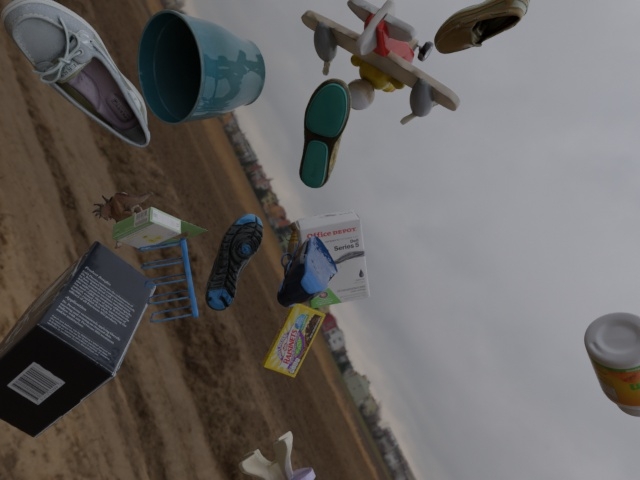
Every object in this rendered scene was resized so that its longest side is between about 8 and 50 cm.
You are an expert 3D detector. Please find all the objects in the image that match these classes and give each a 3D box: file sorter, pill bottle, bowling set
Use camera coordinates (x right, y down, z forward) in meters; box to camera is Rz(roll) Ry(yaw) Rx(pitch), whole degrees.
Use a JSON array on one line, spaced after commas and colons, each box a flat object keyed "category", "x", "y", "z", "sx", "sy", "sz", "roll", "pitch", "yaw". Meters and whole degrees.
[{"category": "file sorter", "x": -0.339, "y": 0.087, "z": 1.205, "sx": 0.118, "sy": 0.105, "sz": 0.170, "roll": -168, "pitch": -110, "yaw": -75}, {"category": "pill bottle", "x": 0.676, "y": 0.281, "z": 1.181, "sx": 0.245, "sy": 0.136, "sz": 0.136, "roll": 54, "pitch": 2, "yaw": -33}, {"category": "bowling set", "x": 0.000, "y": 0.000, "z": 1.909, "sx": 0.200, "sy": 0.287, "sz": 0.154, "roll": 44, "pitch": 50, "yaw": -79}]

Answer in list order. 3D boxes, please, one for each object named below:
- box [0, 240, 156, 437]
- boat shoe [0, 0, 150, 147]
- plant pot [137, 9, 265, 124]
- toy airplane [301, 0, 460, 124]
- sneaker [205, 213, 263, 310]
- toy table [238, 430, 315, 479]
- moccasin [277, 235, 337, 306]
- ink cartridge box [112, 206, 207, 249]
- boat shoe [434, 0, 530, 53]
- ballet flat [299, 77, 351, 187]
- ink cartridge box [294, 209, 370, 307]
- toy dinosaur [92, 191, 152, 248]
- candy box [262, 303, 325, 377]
[{"category": "box", "x": -0.893, "y": 0.338, "z": 1.901, "sx": 0.297, "sy": 0.480, "sz": 0.471, "roll": 44, "pitch": 23, "yaw": -21}, {"category": "boat shoe", "x": -0.414, "y": -0.288, "z": 0.960, "sx": 0.103, "sy": 0.118, "sz": 0.320, "roll": 57, "pitch": 0, "yaw": 33}, {"category": "plant pot", "x": -0.293, "y": -0.447, "z": 1.418, "sx": 0.272, "sy": 0.255, "sz": 0.271, "roll": 13, "pitch": -70, "yaw": 39}, {"category": "toy airplane", "x": 0.152, "y": -0.478, "z": 1.455, "sx": 0.385, "sy": 0.272, "sz": 0.386, "roll": 23, "pitch": 18, "yaw": -31}, {"category": "sneaker", "x": -0.307, "y": 0.064, "z": 1.817, "sx": 0.125, "sy": 0.340, "sz": 0.140, "roll": 29, "pitch": -8, "yaw": -19}, {"category": "toy table", "x": -0.156, "y": 0.794, "z": 1.890, "sx": 0.252, "sy": 0.274, "sz": 0.160, "roll": -8, "pitch": 69, "yaw": -62}, {"category": "moccasin", "x": -0.044, "y": 0.070, "z": 1.331, "sx": 0.137, "sy": 0.117, "sz": 0.342, "roll": 56, "pitch": 12, "yaw": 0}, {"category": "ink cartridge box", "x": -0.491, "y": -0.019, "z": 1.667, "sx": 0.235, "sy": 0.171, "sz": 0.056, "roll": 30, "pitch": 47, "yaw": -51}, {"category": "boat shoe", "x": 0.271, "y": -0.371, "z": 0.948, "sx": 0.068, "sy": 0.072, "sz": 0.190, "roll": 30, "pitch": -25, "yaw": -26}, {"category": "ballet flat", "x": 0.013, "y": -0.305, "z": 1.501, "sx": 0.348, "sy": 0.123, "sz": 0.123, "roll": 105, "pitch": -32, "yaw": -41}, {"category": "ink cartridge box", "x": 0.038, "y": 0.058, "z": 1.729, "sx": 0.114, "sy": 0.199, "sz": 0.272, "roll": -116, "pitch": -164, "yaw": -70}, {"category": "toy dinosaur", "x": -0.702, "y": -0.112, "z": 1.905, "sx": 0.200, "sy": 0.127, "sz": 0.296, "roll": 54, "pitch": -45, "yaw": 6}, {"category": "candy box", "x": -0.076, "y": 0.282, "z": 1.540, "sx": 0.105, "sy": 0.205, "sz": 0.027, "roll": 25, "pitch": 2, "yaw": -21}]
